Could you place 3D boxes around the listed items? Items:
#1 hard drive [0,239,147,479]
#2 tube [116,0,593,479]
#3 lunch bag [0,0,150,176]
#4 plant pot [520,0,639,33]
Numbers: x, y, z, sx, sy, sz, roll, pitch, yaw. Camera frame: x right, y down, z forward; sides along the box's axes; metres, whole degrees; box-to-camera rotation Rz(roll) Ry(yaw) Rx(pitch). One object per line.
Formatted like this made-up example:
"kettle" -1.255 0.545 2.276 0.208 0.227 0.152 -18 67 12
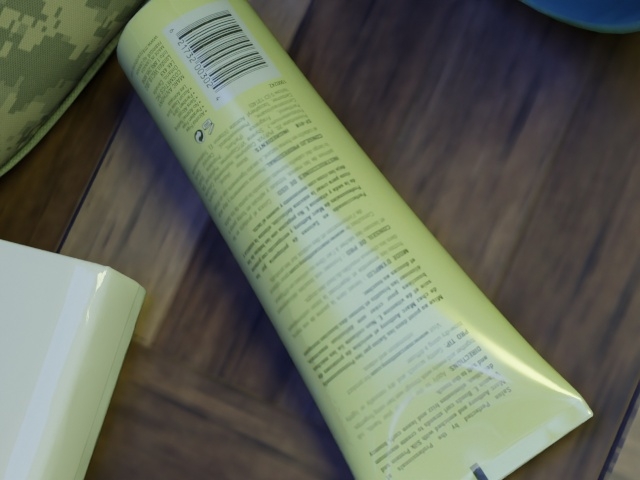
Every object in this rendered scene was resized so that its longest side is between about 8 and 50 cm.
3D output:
"hard drive" -0.233 0.159 0.605 0.233 0.047 0.353 13 79 26
"tube" 0.000 0.000 0.556 0.240 0.062 0.070 55 142 22
"lunch bag" -0.208 -0.183 0.622 0.305 0.212 0.256 38 104 28
"plant pot" 0.118 -0.257 0.467 0.235 0.293 0.293 -37 62 -9
